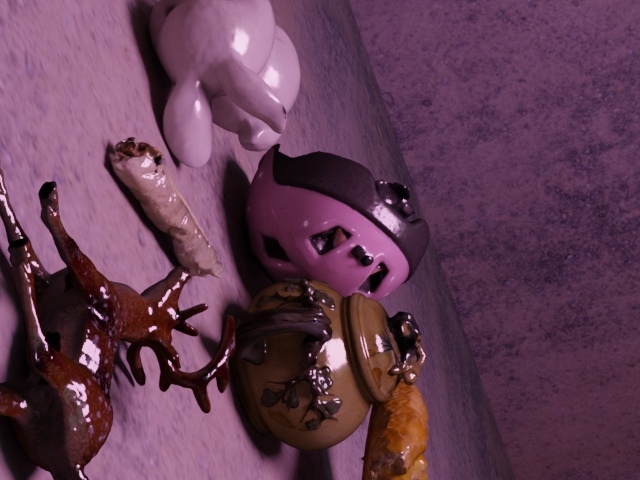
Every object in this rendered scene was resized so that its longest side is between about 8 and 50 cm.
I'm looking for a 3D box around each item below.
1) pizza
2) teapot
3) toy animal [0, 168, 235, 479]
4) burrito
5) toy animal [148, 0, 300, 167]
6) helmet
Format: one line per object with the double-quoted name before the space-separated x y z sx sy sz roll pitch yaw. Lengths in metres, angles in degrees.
"pizza" 0.075 0.296 1.391 0.280 0.075 0.287 -73 171 -75
"teapot" 0.009 0.111 1.249 0.269 0.183 0.173 52 26 -62
"toy animal" -0.153 0.070 0.835 0.243 0.087 0.260 -73 150 -45
"burrito" -0.133 -0.022 1.114 0.045 0.041 0.185 28 -23 40
"toy animal" -0.093 -0.169 1.288 0.193 0.128 0.178 -11 87 -82
"helmet" 0.000 0.000 1.394 0.198 0.253 0.154 41 63 -23
